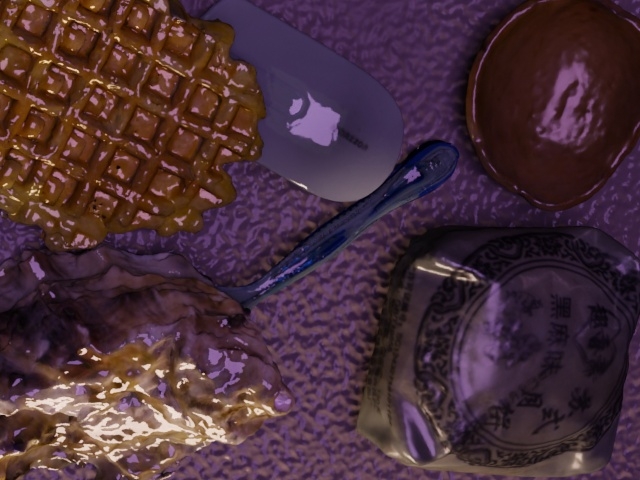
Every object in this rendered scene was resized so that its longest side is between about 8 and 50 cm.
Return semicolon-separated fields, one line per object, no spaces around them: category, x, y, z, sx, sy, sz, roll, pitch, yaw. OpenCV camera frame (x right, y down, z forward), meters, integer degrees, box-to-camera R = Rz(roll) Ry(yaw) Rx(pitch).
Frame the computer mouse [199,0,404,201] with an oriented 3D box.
computer mouse;-0.027;-0.125;1.288;0.231;0.079;0.128;28;89;-16

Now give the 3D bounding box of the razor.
razor;0.003;0.002;1.329;0.324;0.056;0.093;-33;105;-9

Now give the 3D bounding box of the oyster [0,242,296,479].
oyster;-0.196;0.125;1.253;0.351;0.115;0.238;3;100;1

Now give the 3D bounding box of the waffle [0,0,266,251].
waffle;-0.184;-0.120;1.207;0.262;0.060;0.280;-19;114;-10

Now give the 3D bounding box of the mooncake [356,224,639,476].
mooncake;0.177;0.106;1.357;0.250;0.136;0.254;4;99;-21

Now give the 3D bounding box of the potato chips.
potato chips;0.229;-0.137;1.367;0.195;0.062;0.208;-13;104;-8
